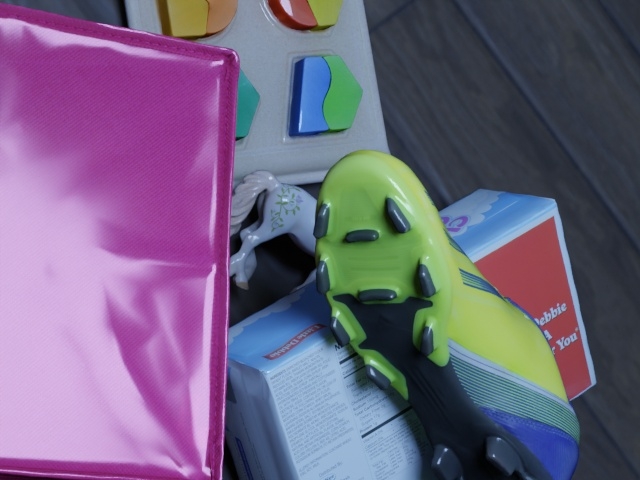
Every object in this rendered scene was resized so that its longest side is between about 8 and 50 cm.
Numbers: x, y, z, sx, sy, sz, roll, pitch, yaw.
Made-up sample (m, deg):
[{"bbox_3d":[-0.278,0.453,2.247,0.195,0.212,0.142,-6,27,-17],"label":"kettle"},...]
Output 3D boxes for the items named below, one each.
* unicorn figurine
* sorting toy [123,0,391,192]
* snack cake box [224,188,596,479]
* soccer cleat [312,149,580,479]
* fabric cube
[{"bbox_3d":[0.000,0.000,1.165,0.162,0.060,0.111,29,88,-40],"label":"unicorn figurine"},{"bbox_3d":[-0.044,-0.140,1.190,0.193,0.038,0.208,-8,82,-28],"label":"sorting toy"},{"bbox_3d":[0.060,0.087,1.138,0.264,0.089,0.152,-28,113,-29],"label":"snack cake box"},{"bbox_3d":[0.084,0.053,1.054,0.289,0.093,0.121,60,39,-24],"label":"soccer cleat"},{"bbox_3d":[-0.213,0.025,0.943,0.254,0.258,0.259,9,75,-26],"label":"fabric cube"}]
